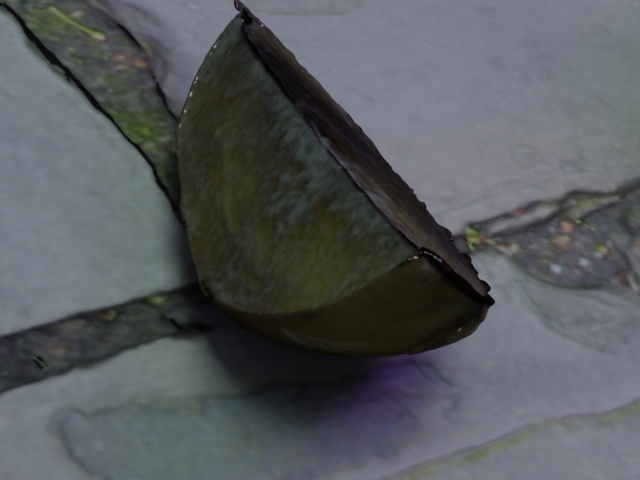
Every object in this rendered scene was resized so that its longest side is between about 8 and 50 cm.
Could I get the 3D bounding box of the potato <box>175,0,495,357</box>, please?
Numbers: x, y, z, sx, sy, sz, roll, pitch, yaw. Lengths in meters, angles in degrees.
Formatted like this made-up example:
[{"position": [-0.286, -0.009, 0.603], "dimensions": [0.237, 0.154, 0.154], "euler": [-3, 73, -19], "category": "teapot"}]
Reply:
[{"position": [-0.002, 0.000, 0.847], "dimensions": [0.120, 0.100, 0.261], "euler": [43, 8, -37], "category": "potato"}]
